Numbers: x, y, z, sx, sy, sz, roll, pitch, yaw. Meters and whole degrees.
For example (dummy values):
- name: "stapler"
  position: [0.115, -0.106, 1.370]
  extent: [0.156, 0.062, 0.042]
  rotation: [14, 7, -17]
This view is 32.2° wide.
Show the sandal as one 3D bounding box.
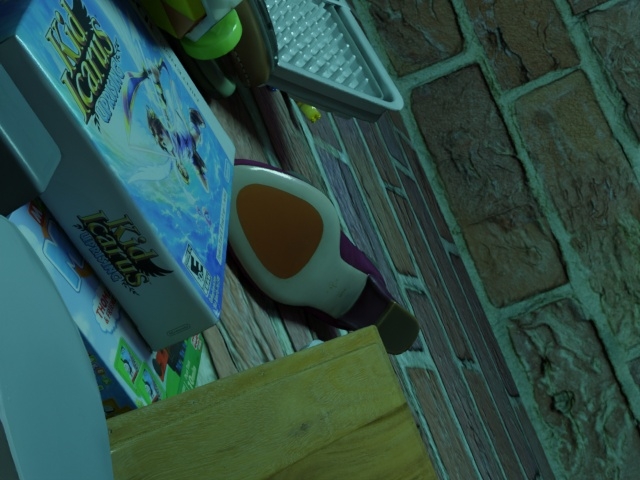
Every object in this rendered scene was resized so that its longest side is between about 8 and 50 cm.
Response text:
- name: "sandal"
  position: [-0.161, -0.315, 1.313]
  extent: [0.302, 0.086, 0.120]
  rotation: [63, 13, -11]

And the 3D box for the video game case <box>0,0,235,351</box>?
- name: "video game case"
  position: [-0.152, -0.092, 0.831]
  extent: [0.244, 0.061, 0.269]
  rotation: [57, 15, -29]

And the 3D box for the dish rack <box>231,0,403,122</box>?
- name: "dish rack"
  position: [-0.052, -0.289, 1.495]
  extent: [0.286, 0.072, 0.332]
  rotation: [16, 36, -41]

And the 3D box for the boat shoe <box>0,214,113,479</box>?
- name: "boat shoe"
  position: [-0.148, 0.142, 0.501]
  extent: [0.113, 0.105, 0.306]
  rotation: [13, 60, -79]

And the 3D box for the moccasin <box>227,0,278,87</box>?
- name: "moccasin"
  position: [-0.176, -0.309, 1.169]
  extent: [0.380, 0.147, 0.139]
  rotation: [51, 5, -35]

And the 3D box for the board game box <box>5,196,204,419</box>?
- name: "board game box"
  position: [-0.157, 0.043, 0.787]
  extent: [0.211, 0.039, 0.160]
  rotation: [58, 15, -25]

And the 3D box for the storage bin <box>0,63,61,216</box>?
- name: "storage bin"
  position: [-0.215, -0.064, 0.633]
  extent: [0.135, 0.091, 0.098]
  rotation: [61, 14, -25]

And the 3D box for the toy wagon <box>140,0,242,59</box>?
- name: "toy wagon"
  position: [-0.197, -0.298, 0.936]
  extent: [0.344, 0.068, 0.267]
  rotation: [36, -19, 33]

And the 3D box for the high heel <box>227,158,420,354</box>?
- name: "high heel"
  position: [-0.038, 0.006, 1.282]
  extent: [0.181, 0.127, 0.377]
  rotation: [37, -8, 47]

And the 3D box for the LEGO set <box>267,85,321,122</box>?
- name: "LEGO set"
  position: [-0.023, -0.243, 1.722]
  extent: [0.093, 0.087, 0.227]
  rotation: [53, 8, 19]

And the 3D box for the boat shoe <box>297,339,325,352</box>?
- name: "boat shoe"
  position: [-0.011, 0.203, 0.977]
  extent: [0.095, 0.084, 0.258]
  rotation: [42, 30, -33]

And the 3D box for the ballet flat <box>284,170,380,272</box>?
- name: "ballet flat"
  position: [0.000, 0.000, 1.483]
  extent: [0.250, 0.058, 0.084]
  rotation: [47, 43, -40]

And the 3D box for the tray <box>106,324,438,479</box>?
- name: "tray"
  position: [-0.030, 0.188, 0.754]
  extent: [0.411, 0.076, 0.202]
  rotation: [-10, 76, -63]
